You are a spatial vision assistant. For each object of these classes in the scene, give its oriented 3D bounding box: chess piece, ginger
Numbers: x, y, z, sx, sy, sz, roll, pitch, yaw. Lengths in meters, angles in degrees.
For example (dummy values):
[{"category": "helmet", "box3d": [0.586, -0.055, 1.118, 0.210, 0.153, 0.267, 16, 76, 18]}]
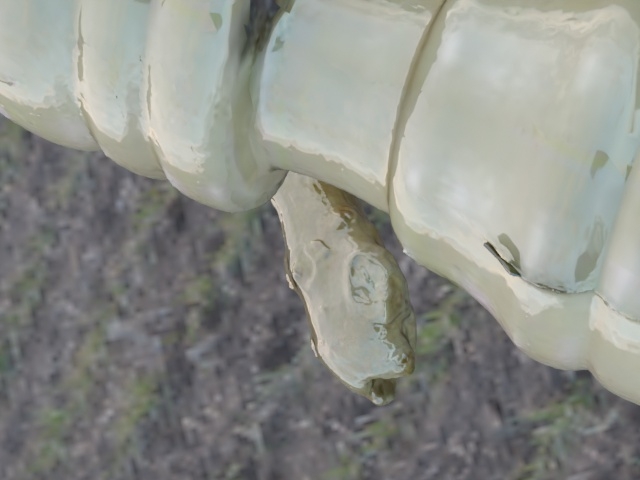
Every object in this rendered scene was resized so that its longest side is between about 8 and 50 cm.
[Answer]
[{"category": "chess piece", "box3d": [-0.024, -0.057, 0.570, 0.307, 0.139, 0.124, 20, 100, 12]}, {"category": "ginger", "box3d": [0.000, -0.003, 0.905, 0.069, 0.051, 0.173, 96, 155, -49]}]
